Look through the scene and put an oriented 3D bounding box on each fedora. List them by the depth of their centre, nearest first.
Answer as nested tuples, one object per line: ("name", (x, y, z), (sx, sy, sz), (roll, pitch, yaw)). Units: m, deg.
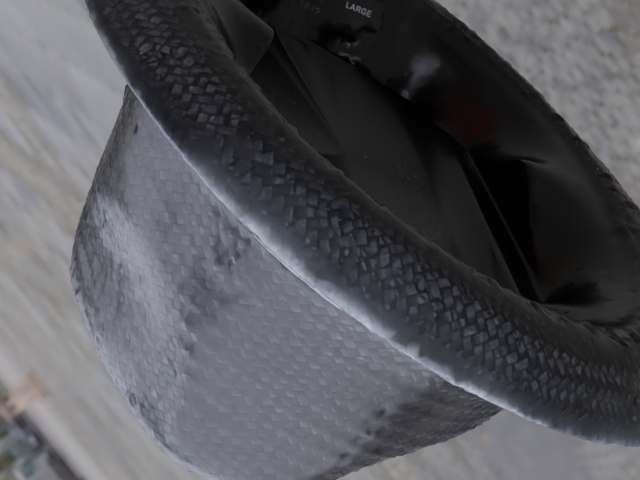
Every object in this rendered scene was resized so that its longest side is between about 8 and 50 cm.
("fedora", (0.000, 0.000, 0.672), (0.334, 0.152, 0.334), (33, -158, -15))

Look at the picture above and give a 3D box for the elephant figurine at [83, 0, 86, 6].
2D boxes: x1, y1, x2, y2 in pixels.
("elephant figurine", (-0.139, -0.245, 1.320), (0.186, 0.239, 0.169), (20, -147, -49))
